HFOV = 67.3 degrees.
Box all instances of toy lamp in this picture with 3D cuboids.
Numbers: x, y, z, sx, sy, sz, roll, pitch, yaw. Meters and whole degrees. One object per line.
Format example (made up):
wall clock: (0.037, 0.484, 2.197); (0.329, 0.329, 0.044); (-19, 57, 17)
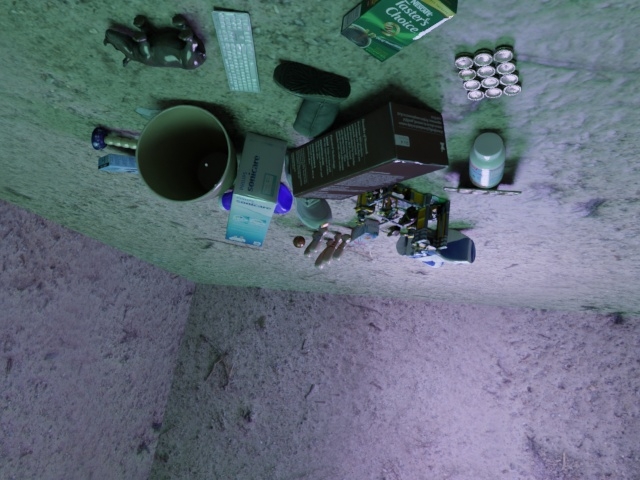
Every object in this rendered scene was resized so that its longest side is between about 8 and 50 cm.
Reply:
toy lamp: (-0.554, -0.291, 1.471); (0.274, 0.080, 0.080); (7, 163, 3)

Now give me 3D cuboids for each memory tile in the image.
memory tile: (0.338, -0.334, 0.968); (0.113, 0.012, 0.148); (-1, 161, 30)

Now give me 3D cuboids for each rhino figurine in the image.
rhino figurine: (-0.352, -0.406, 1.007); (0.243, 0.073, 0.106); (7, 160, 15)

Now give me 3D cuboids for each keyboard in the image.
keyboard: (-0.176, -0.398, 1.036); (0.072, 0.014, 0.256); (9, 163, 1)

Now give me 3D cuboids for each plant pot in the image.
plant pot: (-0.339, -0.217, 1.373); (0.256, 0.257, 0.274); (7, 178, 8)

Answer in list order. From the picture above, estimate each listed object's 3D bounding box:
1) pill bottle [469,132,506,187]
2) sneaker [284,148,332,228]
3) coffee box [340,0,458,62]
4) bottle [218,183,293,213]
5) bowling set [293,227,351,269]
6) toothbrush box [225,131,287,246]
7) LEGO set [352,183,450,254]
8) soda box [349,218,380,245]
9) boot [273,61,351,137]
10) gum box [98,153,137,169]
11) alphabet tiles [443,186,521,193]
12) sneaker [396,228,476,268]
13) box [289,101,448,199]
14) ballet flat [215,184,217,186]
pill bottle: (0.421, -0.203, 1.215); (0.087, 0.087, 0.160); (4, 161, 19)
sneaker: (-0.049, -0.152, 1.392); (0.099, 0.263, 0.121); (-26, 152, -4)
coffee box: (0.132, -0.392, 0.841); (0.113, 0.041, 0.184); (21, 160, -33)
bottle: (-0.242, -0.147, 1.739); (0.282, 0.092, 0.118); (-1, 154, 30)
bowling set: (0.000, 0.000, 2.059); (0.199, 0.154, 0.287); (34, 158, -13)
toothbrush box: (-0.198, -0.145, 1.447); (0.126, 0.217, 0.295); (12, 152, -9)
LEGO set: (0.270, -0.050, 1.603); (0.331, 0.192, 0.255); (20, 160, -31)
soda box: (0.176, -0.030, 1.938); (0.058, 0.063, 0.183); (14, 162, -13)
boot: (-0.035, -0.321, 1.134); (0.189, 0.076, 0.208); (16, 169, -13)
gum box: (-0.615, -0.248, 1.579); (0.184, 0.041, 0.157); (2, -179, -36)
alphabet tiles: (0.456, -0.140, 1.382); (0.198, 0.009, 0.237); (5, -176, 14)
sneaker: (0.482, 0.038, 1.924); (0.315, 0.128, 0.182); (4, 167, 41)
box: (0.106, -0.207, 1.210); (0.191, 0.143, 0.381); (-1, 174, -40)
ballet flat: (-0.454, -0.204, 1.662); (0.247, 0.083, 0.087); (2, 161, -29)
